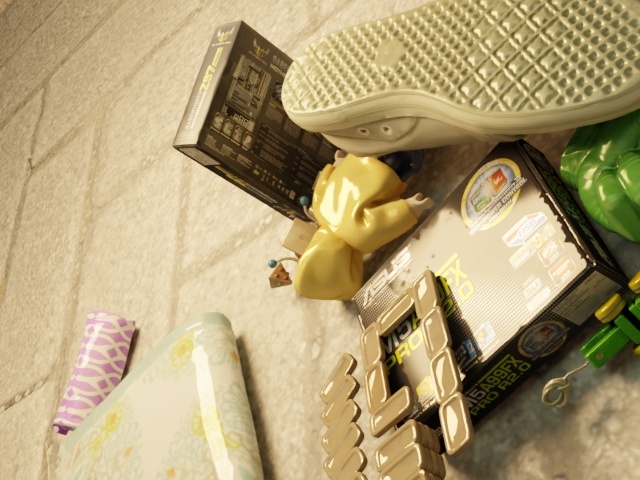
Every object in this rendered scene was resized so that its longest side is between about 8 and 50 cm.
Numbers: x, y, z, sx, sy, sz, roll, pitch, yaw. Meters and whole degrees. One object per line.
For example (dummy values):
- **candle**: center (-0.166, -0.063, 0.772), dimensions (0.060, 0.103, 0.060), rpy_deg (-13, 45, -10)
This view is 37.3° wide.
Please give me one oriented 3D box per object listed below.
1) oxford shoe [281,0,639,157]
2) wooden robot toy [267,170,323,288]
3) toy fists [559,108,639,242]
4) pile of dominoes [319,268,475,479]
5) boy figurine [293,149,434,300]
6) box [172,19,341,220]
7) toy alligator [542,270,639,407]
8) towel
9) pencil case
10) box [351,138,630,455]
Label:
- **oxford shoe**: center (0.153, -0.164, 0.982), dimensions (0.449, 0.130, 0.169), rpy_deg (0, 64, 44)
- **wooden robot toy**: center (0.000, 0.000, 1.245), dimensions (0.079, 0.076, 0.173), rpy_deg (27, 88, 20)
- **toy fists**: center (0.337, -0.128, 0.856), dimensions (0.279, 0.096, 0.142), rpy_deg (-54, 36, 8)
- **pile of dominoes**: center (0.076, 0.174, 0.936), dimensions (0.196, 0.040, 0.251), rpy_deg (-47, 27, 27)
- **boy figurine**: center (0.063, -0.050, 1.154), dimensions (0.177, 0.092, 0.285), rpy_deg (24, 88, 46)
- **box**: center (-0.070, -0.154, 1.272), dimensions (0.059, 0.232, 0.184), rpy_deg (2, 69, 46)
- **toy alligator**: center (0.269, 0.077, 0.842), dimensions (0.190, 0.056, 0.051), rpy_deg (-47, -5, 22)
- **towel**: center (-0.221, 0.320, 1.270), dimensions (0.374, 0.090, 0.321), rpy_deg (-45, 41, 22)
- **pencil case**: center (-0.365, 0.211, 1.522), dimensions (0.088, 0.086, 0.206), rpy_deg (-2, 64, 35)
- **box**: center (0.158, 0.054, 0.972), dimensions (0.270, 0.060, 0.216), rpy_deg (-47, 35, 24)
